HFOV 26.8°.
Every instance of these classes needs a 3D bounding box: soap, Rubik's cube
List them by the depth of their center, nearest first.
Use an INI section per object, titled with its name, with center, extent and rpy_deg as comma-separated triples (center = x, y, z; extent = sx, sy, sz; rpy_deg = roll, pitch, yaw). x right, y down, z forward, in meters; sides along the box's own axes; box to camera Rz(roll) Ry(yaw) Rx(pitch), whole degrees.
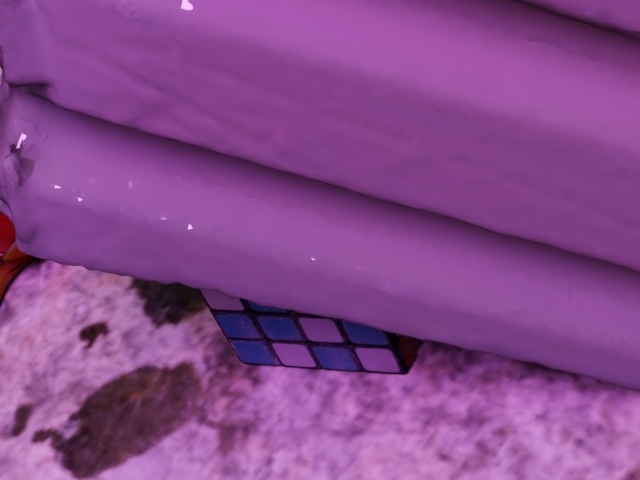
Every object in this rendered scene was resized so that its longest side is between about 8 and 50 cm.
[soap]
center = 0.121, -0.128, 0.488
extent = 0.435, 0.350, 0.212
rpy_deg = 14, 47, -4
[Rubik's cube]
center = 0.000, 0.000, 0.643
extent = 0.092, 0.092, 0.092
rpy_deg = 1, 50, 25

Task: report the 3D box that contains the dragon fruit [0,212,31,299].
[dragon fruit]
center = -0.189, -0.013, 0.750
extent = 0.094, 0.094, 0.190
rpy_deg = 25, 74, 39
